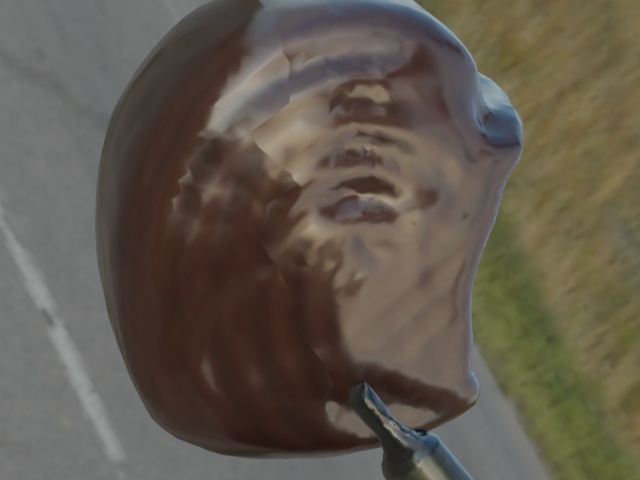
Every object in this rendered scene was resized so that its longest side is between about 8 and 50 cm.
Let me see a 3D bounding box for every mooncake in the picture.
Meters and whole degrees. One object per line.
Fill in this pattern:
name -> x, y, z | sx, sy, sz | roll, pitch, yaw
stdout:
mooncake -> 0.000, 0.000, 1.171 | 0.334, 0.326, 0.174 | 39, 7, -23

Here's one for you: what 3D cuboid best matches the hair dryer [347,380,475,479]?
hair dryer -> 0.076, 0.174, 0.908 | 0.248, 0.195, 0.078 | 52, 38, -13
